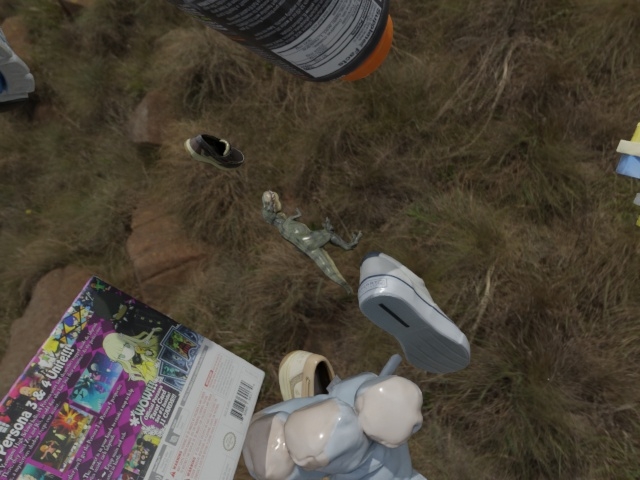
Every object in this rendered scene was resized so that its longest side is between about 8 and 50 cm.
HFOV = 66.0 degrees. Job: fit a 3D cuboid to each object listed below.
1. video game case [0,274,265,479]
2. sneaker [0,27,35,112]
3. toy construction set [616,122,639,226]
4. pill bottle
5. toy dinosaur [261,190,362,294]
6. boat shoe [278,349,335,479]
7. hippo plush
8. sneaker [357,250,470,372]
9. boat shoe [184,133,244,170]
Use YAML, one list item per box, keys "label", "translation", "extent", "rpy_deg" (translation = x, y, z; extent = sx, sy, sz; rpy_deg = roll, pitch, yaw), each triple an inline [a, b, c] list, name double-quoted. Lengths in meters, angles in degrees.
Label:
- label: "video game case"
  translation: [-0.170, 0.172, 0.438]
  extent: [0.042, 0.210, 0.232]
  rpy_deg: [-41, 23, 37]
- label: "sneaker"
  translation: [-0.244, -0.158, 0.296]
  extent: [0.071, 0.191, 0.083]
  rpy_deg: [-29, 80, -23]
- label: "toy construction set"
  translation: [0.395, 0.004, 0.360]
  extent: [0.214, 0.328, 0.151]
  rpy_deg: [12, 121, -9]
- label: "pill bottle"
  translation: [-0.023, -0.219, 0.426]
  extent: [0.130, 0.245, 0.131]
  rpy_deg: [-2, 86, 30]
- label: "toy dinosaur"
  translation: [0.000, 0.000, 0.885]
  extent: [0.268, 0.118, 0.064]
  rpy_deg: [43, 133, 30]
- label: "boat shoe"
  translation: [0.006, 0.400, 1.032]
  extent: [0.110, 0.121, 0.341]
  rpy_deg: [-8, 101, 48]
- label: "hippo plush"
  translation: [0.043, 0.305, 0.624]
  extent: [0.234, 0.294, 0.237]
  rpy_deg: [-20, 80, 2]
- label: "sneaker"
  translation: [0.141, 0.104, 0.703]
  extent: [0.094, 0.258, 0.091]
  rpy_deg: [-21, 42, 26]
- label: "boat shoe"
  translation: [-0.198, -0.175, 0.974]
  extent: [0.049, 0.152, 0.056]
  rpy_deg: [-25, 78, 29]
